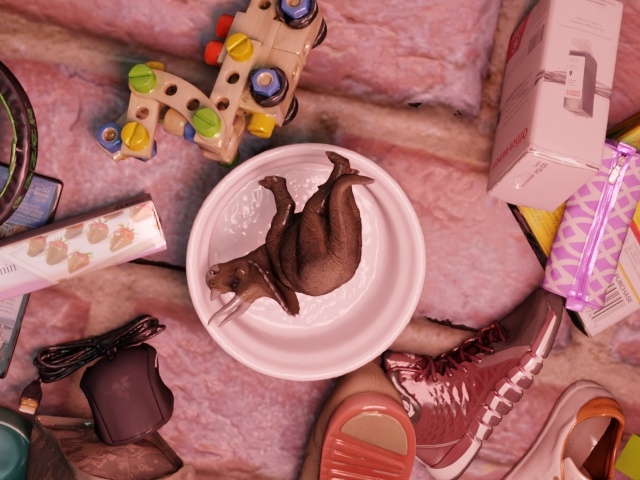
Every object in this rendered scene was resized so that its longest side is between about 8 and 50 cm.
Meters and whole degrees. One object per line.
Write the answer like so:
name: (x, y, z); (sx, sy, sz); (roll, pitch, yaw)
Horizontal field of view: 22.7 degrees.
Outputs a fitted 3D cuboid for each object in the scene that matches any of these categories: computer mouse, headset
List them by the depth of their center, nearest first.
headset: (-0.518, -0.120, 1.771); (0.394, 0.185, 0.243); (8, 95, 4)
computer mouse: (-0.264, 0.159, 1.815); (0.184, 0.262, 0.060); (-21, 115, 1)

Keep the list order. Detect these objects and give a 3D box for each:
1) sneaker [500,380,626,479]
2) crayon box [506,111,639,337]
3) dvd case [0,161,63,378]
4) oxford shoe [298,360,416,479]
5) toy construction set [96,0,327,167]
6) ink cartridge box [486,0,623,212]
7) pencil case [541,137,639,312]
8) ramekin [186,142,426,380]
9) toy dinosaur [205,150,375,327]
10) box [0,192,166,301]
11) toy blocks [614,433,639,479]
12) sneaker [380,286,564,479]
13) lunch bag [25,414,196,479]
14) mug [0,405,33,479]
sneaker: (0.288, 0.317, 1.978); (0.105, 0.123, 0.290); (22, 97, -12)
crayon box: (0.411, -0.048, 1.952); (0.318, 0.081, 0.202); (-30, 101, -1)
dvd case: (-0.427, 0.023, 1.894); (0.180, 0.022, 0.253); (17, 97, -10)
oxford shoe: (0.028, 0.328, 1.947); (0.140, 0.146, 0.397); (14, 117, -11)
toy construction set: (-0.120, -0.227, 1.838); (0.215, 0.151, 0.328); (16, 90, 16)
ink cartridge box: (0.269, -0.161, 1.838); (0.092, 0.158, 0.218); (16, 70, -8)
pencil case: (0.324, -0.022, 1.861); (0.086, 0.088, 0.206); (14, 98, -9)
ramekin: (-0.022, 0.017, 1.884); (0.277, 0.135, 0.277); (-1, 99, -6)
toy dinosaur: (0.000, 0.000, 1.713); (0.121, 0.313, 0.160); (9, 74, -34)
box: (-0.341, 0.024, 1.861); (0.324, 0.067, 0.063); (-18, 101, -5)
toy blocks: (0.489, 0.342, 1.956); (0.261, 0.190, 0.381); (21, 99, -52)
sneaker: (0.164, 0.149, 1.936); (0.162, 0.106, 0.281); (31, 101, -6)
lunch bag: (-0.234, 0.339, 1.751); (0.168, 0.287, 0.235); (7, 97, -21)
mug: (-0.404, 0.273, 1.898); (0.129, 0.097, 0.158); (37, 94, -11)
